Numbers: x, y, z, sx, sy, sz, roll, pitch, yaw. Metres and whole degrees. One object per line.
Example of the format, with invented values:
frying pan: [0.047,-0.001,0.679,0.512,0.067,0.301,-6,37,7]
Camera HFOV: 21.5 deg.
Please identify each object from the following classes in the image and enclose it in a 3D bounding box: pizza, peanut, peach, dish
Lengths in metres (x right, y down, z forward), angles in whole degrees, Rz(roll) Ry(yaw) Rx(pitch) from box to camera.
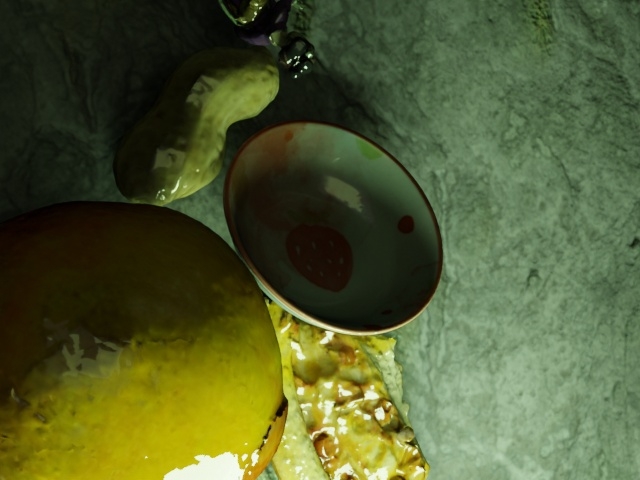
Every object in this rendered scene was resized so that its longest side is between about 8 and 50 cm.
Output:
pizza: [0.029,0.209,1.850,0.182,0.074,0.365,-23,97,-14]
peanut: [-0.131,-0.128,1.786,0.098,0.103,0.229,29,72,25]
peach: [-0.202,0.130,1.630,0.373,0.290,0.372,18,47,-21]
dish: [0.000,0.000,1.820,0.260,0.085,0.260,15,55,-22]

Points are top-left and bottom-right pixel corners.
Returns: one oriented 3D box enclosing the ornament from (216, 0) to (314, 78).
ornament: [-0.064,-0.255,1.789,0.081,0.088,0.203,-37,73,-23]
